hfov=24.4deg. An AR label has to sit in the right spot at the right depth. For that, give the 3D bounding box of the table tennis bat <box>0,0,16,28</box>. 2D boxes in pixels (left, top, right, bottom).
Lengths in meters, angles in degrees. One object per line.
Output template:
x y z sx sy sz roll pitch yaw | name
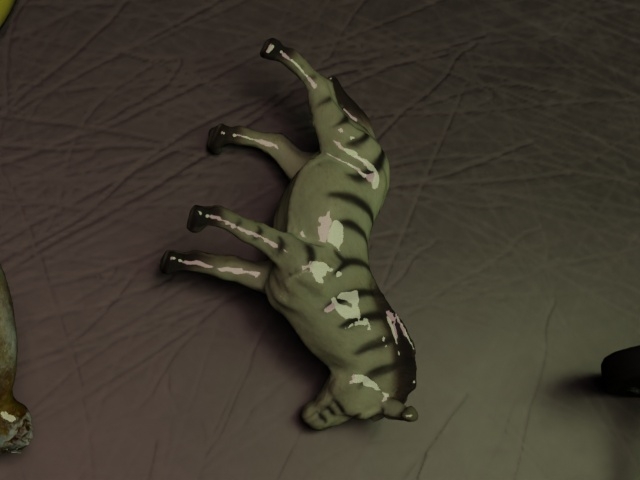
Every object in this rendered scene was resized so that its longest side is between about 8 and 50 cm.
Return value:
-0.363 -0.199 0.888 0.368 0.054 0.224 6 74 -17 | table tennis bat

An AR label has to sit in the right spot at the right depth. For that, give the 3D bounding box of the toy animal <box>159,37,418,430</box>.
0.002 -0.001 0.920 0.176 0.073 0.217 23 66 -13 | toy animal

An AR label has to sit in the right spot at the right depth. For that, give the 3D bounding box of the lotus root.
-0.216 0.050 0.845 0.088 0.088 0.165 -19 90 -18 | lotus root

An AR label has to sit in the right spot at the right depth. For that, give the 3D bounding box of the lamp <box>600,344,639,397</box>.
0.187 0.230 0.917 0.108 0.130 0.371 13 85 35 | lamp
